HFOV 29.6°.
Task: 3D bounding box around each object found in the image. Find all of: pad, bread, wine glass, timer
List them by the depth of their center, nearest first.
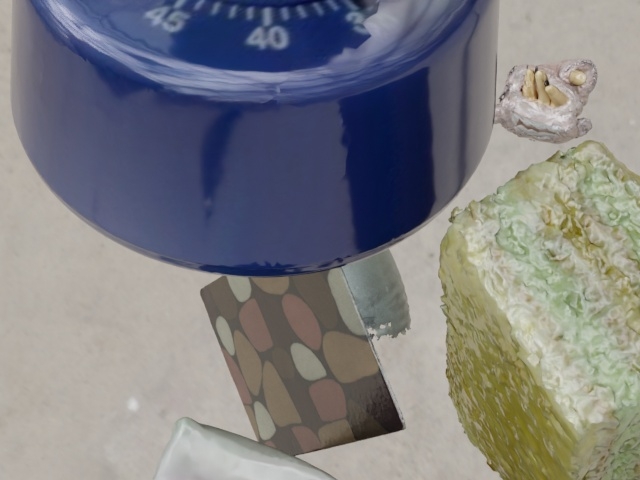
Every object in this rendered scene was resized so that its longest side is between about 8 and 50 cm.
[{"bbox_3d":[-0.026,-0.196,0.549,0.270,0.383,0.270,2,51,-3],"label":"timer"},{"bbox_3d":[0.126,0.061,0.592,0.102,0.196,0.138,-23,55,-9],"label":"bread"},{"bbox_3d":[-0.023,0.084,0.916,0.003,0.235,0.158,-20,85,-30],"label":"pad"},{"bbox_3d":[0.002,-0.003,1.663,0.190,0.190,0.357,-15,94,10],"label":"wine glass"}]

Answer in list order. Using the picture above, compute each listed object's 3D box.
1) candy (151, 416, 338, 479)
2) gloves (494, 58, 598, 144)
[{"bbox_3d":[-0.039,0.281,0.876,0.145,0.359,0.208,15,70,19],"label":"candy"},{"bbox_3d":[0.246,-0.151,1.307,0.110,0.094,0.144,7,18,33],"label":"gloves"}]
